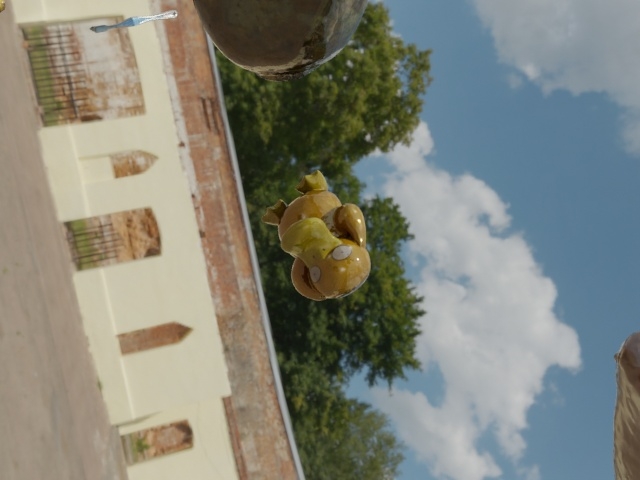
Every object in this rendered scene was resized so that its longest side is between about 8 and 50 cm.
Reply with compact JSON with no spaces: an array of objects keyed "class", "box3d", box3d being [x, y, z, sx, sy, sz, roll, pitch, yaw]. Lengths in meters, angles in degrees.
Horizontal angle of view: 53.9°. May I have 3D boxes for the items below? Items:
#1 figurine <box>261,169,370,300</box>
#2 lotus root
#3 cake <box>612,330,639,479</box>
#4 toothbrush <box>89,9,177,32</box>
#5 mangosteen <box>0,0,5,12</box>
[{"class":"figurine","box3d":[0.001,-0.003,1.270,0.228,0.215,0.215,-105,-168,-58]},{"class":"lotus root","box3d":[-0.047,-0.364,0.756,0.346,0.250,0.250,91,-21,-50]},{"class":"cake","box3d":[0.395,0.175,0.455,0.309,0.237,0.230,39,-26,55]},{"class":"toothbrush","box3d":[-0.272,-0.327,0.938,0.017,0.162,0.014,21,-55,31]},{"class":"mangosteen","box3d":[-0.523,-0.388,0.879,0.145,0.156,0.181,-69,153,-47]}]
